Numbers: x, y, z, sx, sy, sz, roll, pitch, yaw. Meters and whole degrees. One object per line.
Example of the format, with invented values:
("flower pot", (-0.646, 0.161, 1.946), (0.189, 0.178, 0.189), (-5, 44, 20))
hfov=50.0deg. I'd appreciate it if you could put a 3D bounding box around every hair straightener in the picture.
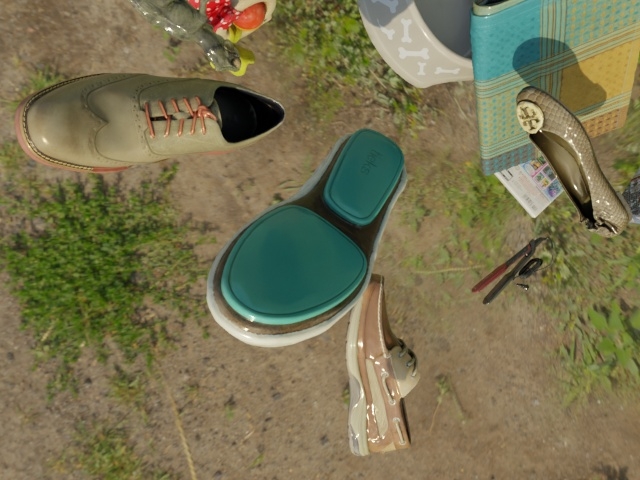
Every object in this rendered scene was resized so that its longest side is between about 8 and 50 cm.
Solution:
("hair straightener", (0.478, 0.078, 1.660), (0.230, 0.047, 0.089), (-41, 97, -4))

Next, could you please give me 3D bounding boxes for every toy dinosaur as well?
("toy dinosaur", (-0.188, -0.297, 0.786), (0.268, 0.064, 0.118), (24, 73, -26))

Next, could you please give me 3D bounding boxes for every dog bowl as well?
("dog bowl", (0.231, -0.450, 1.252), (0.102, 0.349, 0.348), (-11, 90, 56))

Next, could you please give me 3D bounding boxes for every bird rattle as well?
("bird rattle", (-0.190, -0.489, 1.486), (0.207, 0.253, 0.143), (-37, 78, -9))

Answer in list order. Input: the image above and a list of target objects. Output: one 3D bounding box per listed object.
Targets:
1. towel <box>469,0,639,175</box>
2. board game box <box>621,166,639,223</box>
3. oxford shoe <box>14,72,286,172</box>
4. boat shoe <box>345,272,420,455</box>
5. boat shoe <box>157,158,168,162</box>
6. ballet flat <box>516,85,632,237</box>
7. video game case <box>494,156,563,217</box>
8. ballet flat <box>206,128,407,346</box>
("towel", (0.367, -0.264, 1.066), (0.271, 0.370, 0.040), (-19, 55, 3))
("board game box", (0.801, -0.114, 1.596), (0.042, 0.243, 0.165), (35, 89, -12))
("oxford shoe", (-0.194, -0.159, 0.853), (0.130, 0.348, 0.123), (-3, 101, 43))
("boat shoe", (0.102, 0.201, 1.107), (0.116, 0.123, 0.324), (1, 114, 8))
("boat shoe", (-0.342, -0.175, 1.297), (0.050, 0.135, 0.045), (111, 143, -47))
("ballet flat", (0.341, -0.101, 0.944), (0.058, 0.084, 0.250), (-41, 105, -9))
("video game case", (0.480, -0.156, 1.544), (0.143, 0.019, 0.157), (-43, 97, -4))
("ballet flat", (-0.007, 0.009, 0.762), (0.139, 0.400, 0.139), (13, 126, 18))
